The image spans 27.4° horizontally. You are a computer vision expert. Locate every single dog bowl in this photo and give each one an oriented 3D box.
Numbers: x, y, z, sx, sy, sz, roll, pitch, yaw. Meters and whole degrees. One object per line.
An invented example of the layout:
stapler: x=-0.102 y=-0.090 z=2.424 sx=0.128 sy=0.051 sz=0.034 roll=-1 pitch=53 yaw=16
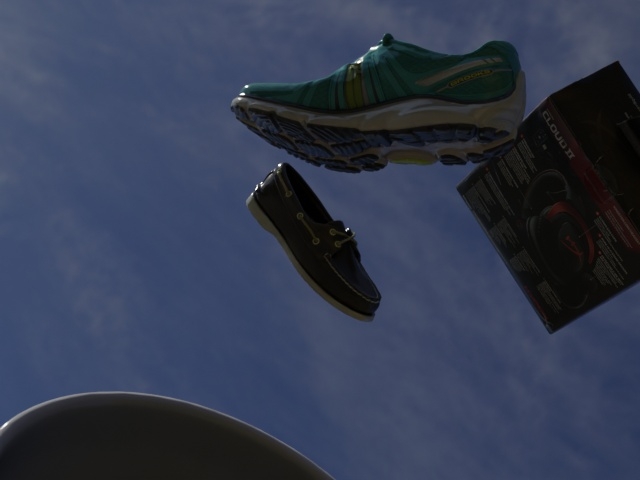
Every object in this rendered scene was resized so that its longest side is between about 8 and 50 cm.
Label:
dog bowl: x=-0.079 y=0.205 z=0.709 sx=0.265 sy=0.265 sz=0.104 roll=36 pitch=-66 yaw=18

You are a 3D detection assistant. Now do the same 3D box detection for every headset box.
headset box: x=0.301 y=-0.046 z=1.471 sx=0.218 sy=0.110 sz=0.293 roll=58 pitch=-25 yaw=9

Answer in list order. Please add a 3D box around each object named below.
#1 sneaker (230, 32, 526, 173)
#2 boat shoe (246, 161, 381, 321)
sneaker: x=0.052 y=-0.125 z=1.174 sx=0.275 sy=0.110 sz=0.107 roll=1 pitch=-22 yaw=24
boat shoe: x=0.000 y=0.000 z=1.532 sx=0.228 sy=0.081 sz=0.069 roll=48 pitch=-69 yaw=28
